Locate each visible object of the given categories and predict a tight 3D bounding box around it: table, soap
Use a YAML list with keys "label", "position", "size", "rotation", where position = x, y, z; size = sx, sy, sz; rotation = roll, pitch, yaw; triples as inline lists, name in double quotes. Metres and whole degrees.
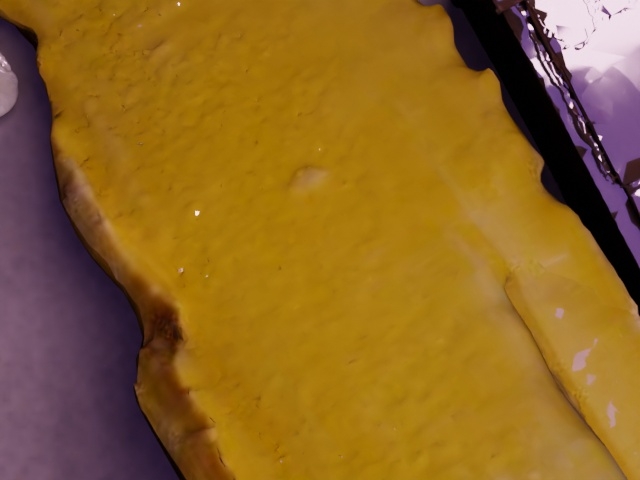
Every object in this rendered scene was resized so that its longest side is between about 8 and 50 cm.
- label: "table"
  position: [0.172, -0.048, 0.721]
  size: [0.169, 0.172, 0.193]
  rotation: [-28, 98, 3]
- label: "soap"
  position: [0.000, 0.000, 0.658]
  size: [0.169, 0.304, 0.339]
  rotation: [-33, 98, -1]

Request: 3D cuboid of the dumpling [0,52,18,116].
- label: "dumpling"
  position: [-0.163, -0.075, 0.777]
  size: [0.076, 0.057, 0.052]
  rotation: [9, 59, -26]
